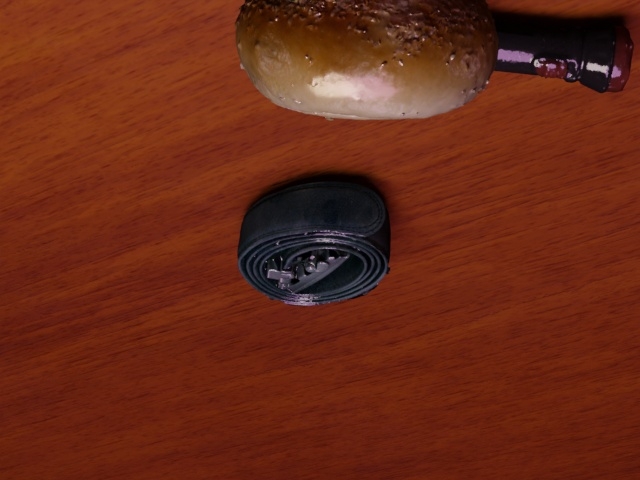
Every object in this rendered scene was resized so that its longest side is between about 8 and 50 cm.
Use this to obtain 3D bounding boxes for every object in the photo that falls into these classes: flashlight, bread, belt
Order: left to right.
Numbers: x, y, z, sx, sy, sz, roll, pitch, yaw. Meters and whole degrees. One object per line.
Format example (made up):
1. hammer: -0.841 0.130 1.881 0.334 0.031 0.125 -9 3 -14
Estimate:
1. belt: 0.000 0.000 2.069 0.267 0.116 0.206 -24 138 38
2. bread: 0.055 -0.247 1.591 0.305 0.305 0.159 4 118 3
3. flashlight: 0.266 -0.235 1.727 0.232 0.093 0.093 6 145 1
